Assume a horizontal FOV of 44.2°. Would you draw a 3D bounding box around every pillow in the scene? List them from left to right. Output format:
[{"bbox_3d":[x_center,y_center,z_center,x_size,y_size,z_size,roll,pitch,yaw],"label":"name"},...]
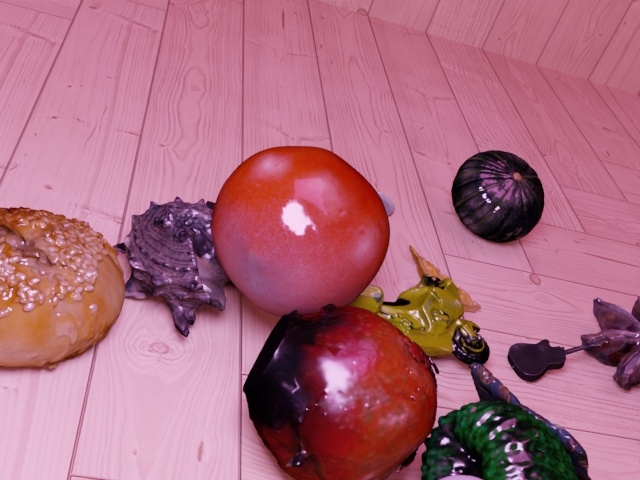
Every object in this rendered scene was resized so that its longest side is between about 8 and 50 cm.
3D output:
[{"bbox_3d":[0.361,0.324,1.367,0.034,0.189,0.255,-42,49,-11],"label":"pillow"}]

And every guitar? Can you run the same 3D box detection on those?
[{"bbox_3d":[0.507,0.235,1.660,0.233,0.025,0.088,-13,44,-14],"label":"guitar"}]

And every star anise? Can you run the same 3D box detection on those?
[{"bbox_3d":[0.703,0.258,1.729,0.359,0.139,0.316,-25,47,-29],"label":"star anise"}]

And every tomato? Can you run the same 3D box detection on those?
[{"bbox_3d":[-0.042,-0.010,1.388,0.321,0.321,0.321,15,35,-11],"label":"tomato"}]

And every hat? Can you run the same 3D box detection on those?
[{"bbox_3d":[0.323,0.420,1.241,0.332,0.242,0.274,30,52,-30],"label":"hat"}]

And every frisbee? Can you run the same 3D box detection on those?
[{"bbox_3d":[0.133,-0.094,1.972,0.110,0.014,0.110,15,34,-10],"label":"frisbee"}]

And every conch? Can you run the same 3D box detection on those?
[{"bbox_3d":[-0.250,0.040,1.466,0.240,0.186,0.313,25,19,-24],"label":"conch"}]

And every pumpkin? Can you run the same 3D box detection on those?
[{"bbox_3d":[0.442,-0.109,2.004,0.250,0.216,0.250,18,61,-35],"label":"pumpkin"}]

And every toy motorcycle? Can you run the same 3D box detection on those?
[{"bbox_3d":[0.171,0.150,1.552,0.342,0.142,0.206,7,36,-23],"label":"toy motorcycle"}]

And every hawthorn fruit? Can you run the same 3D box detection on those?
[{"bbox_3d":[0.028,0.235,1.235,0.316,0.316,0.316,15,35,-11],"label":"hawthorn fruit"}]

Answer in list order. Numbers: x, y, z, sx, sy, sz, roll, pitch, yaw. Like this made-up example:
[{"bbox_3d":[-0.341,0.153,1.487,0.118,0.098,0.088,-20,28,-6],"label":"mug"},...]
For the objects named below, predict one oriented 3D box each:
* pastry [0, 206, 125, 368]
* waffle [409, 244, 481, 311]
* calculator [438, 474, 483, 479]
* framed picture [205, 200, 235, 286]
[{"bbox_3d":[-0.466,0.059,1.283,0.284,0.184,0.315,36,36,18],"label":"pastry"},{"bbox_3d":[0.281,0.084,1.794,0.125,0.032,0.191,7,38,-18],"label":"waffle"},{"bbox_3d":[0.192,0.473,1.065,0.041,0.185,0.299,22,64,-45],"label":"calculator"},{"bbox_3d":[-0.123,0.034,1.660,0.324,0.013,0.244,21,34,-1],"label":"framed picture"}]
